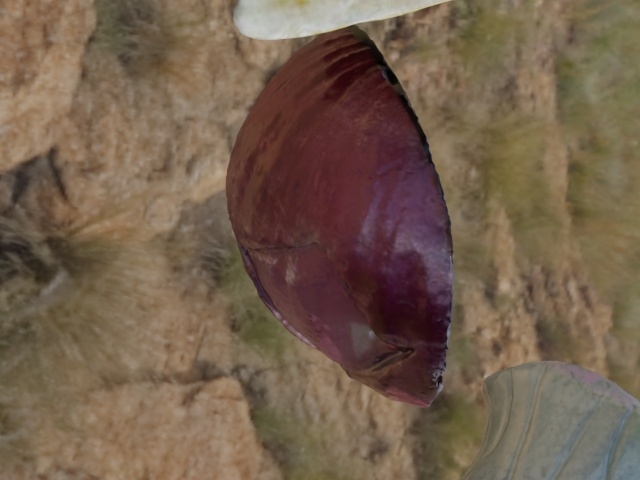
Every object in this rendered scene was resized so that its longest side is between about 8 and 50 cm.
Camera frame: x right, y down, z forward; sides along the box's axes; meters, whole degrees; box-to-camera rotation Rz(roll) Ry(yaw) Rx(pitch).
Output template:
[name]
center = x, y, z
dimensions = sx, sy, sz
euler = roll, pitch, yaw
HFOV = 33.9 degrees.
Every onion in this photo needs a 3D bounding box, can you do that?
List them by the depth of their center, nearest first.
[onion]
center = 0.000, 0.000, 0.710
dimensions = 0.111, 0.247, 0.250
euler = -9, 135, -14

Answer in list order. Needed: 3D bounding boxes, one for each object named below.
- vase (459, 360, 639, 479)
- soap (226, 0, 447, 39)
[vase]
center = 0.025, 0.259, 0.542
dimensions = 0.445, 0.250, 0.250
euler = -39, 134, -20
[soap]
center = 0.052, -0.275, 0.575
dimensions = 0.335, 0.293, 0.156
euler = -110, -173, -49
